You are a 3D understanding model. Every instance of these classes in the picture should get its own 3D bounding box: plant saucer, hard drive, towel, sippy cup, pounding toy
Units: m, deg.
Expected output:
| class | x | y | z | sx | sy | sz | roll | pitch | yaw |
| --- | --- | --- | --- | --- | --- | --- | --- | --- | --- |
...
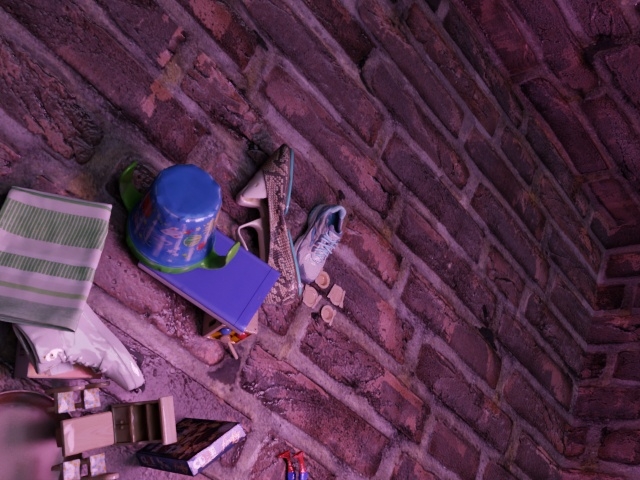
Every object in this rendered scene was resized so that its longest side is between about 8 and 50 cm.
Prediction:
| class | x | y | z | sx | sy | sz | roll | pitch | yaw |
| --- | --- | --- | --- | --- | --- | --- | --- | --- | --- |
| plant saucer | -0.665 | 0.479 | 1.461 | 0.310 | 0.050 | 0.311 | 10 | 75 | -41 |
| hard drive | -0.287 | 0.077 | 1.803 | 0.318 | 0.040 | 0.210 | 35 | 54 | -3 |
| towel | -0.606 | 0.031 | 1.473 | 0.247 | 0.038 | 0.325 | 11 | 53 | -6 |
| sippy cup | -0.350 | -0.067 | 1.691 | 0.305 | 0.224 | 0.240 | 9 | 60 | -21 |
| pounding toy | -0.246 | 0.246 | 1.857 | 0.130 | 0.141 | 0.100 | 19 | 55 | -32 |

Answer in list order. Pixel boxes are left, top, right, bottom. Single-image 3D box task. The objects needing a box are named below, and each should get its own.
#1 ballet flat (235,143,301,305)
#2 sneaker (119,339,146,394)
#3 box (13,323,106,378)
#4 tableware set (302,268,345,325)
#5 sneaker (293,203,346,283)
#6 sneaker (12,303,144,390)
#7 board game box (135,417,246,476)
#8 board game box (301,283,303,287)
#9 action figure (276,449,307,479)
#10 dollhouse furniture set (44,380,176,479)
| class | x | y | z | sx | sy | sz | roll | pitch | yaw |
| --- | --- | --- | --- | --- | --- | --- | --- | --- | --- |
| ballet flat | -0.158 | -0.052 | 1.985 | 0.181 | 0.164 | 0.483 | -1 | 81 | -17 |
| sneaker | -0.489 | 0.301 | 1.660 | 0.170 | 0.051 | 0.089 | 41 | 52 | -35 |
| box | -0.588 | 0.248 | 1.549 | 0.170 | 0.091 | 0.130 | 11 | 74 | -41 |
| tableware set | 0.014 | 0.178 | 2.183 | 0.169 | 0.020 | 0.141 | 47 | 54 | -28 |
| sneaker | 0.000 | 0.000 | 2.132 | 0.110 | 0.122 | 0.283 | 35 | 60 | -33 |
| sneaker | -0.530 | 0.250 | 1.474 | 0.293 | 0.108 | 0.169 | 51 | 52 | -10 |
| board game box | -0.317 | 0.495 | 1.653 | 0.165 | 0.243 | 0.042 | -30 | 103 | -43 |
| board game box | -0.105 | 0.134 | 2.078 | 0.090 | 0.020 | 0.090 | 55 | 50 | -18 |
| action figure | -0.085 | 0.756 | 1.933 | 0.139 | 0.091 | 0.281 | -13 | 90 | -51 |
| dollhouse furniture set | -0.466 | 0.422 | 1.531 | 0.242 | 0.160 | 0.212 | 9 | 71 | -61 |
